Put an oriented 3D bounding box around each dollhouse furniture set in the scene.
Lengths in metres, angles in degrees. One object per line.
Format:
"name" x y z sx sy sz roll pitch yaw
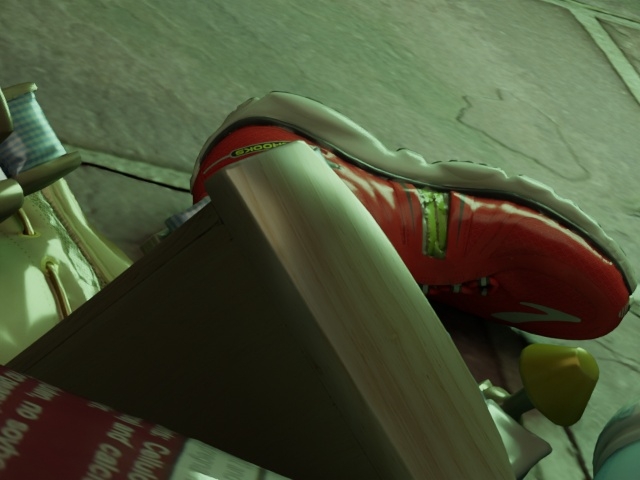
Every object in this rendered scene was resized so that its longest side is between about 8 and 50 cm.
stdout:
"dollhouse furniture set" 0.000 0.000 0.644 0.303 0.198 0.286 -26 83 -53

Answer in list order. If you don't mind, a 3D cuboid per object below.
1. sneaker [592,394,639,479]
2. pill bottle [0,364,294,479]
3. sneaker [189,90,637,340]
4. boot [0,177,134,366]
"sneaker" 0.273 0.213 0.692 0.366 0.135 0.150 25 45 10
"pill bottle" -0.068 0.156 0.394 0.392 0.224 0.224 22 26 0
"sneaker" 0.051 0.013 0.937 0.279 0.107 0.118 19 44 2
"boot" -0.199 0.022 0.695 0.262 0.095 0.203 44 32 21
